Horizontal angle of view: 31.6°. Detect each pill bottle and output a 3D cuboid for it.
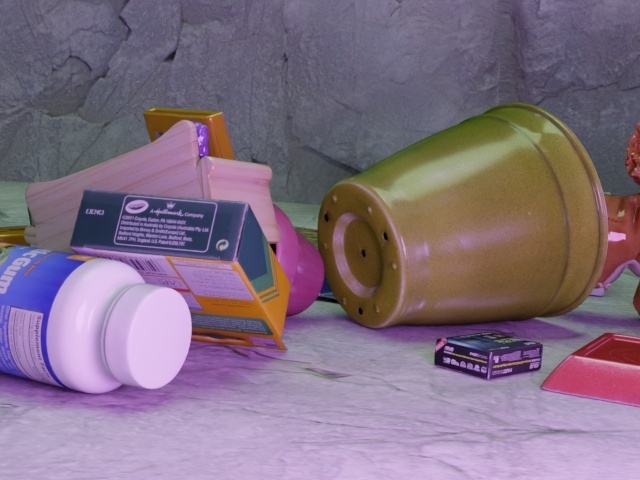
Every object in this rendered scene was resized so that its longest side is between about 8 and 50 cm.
[{"bbox_3d":[-0.286,0.089,1.279,0.272,0.152,0.152,7,7,29],"label":"pill bottle"}]

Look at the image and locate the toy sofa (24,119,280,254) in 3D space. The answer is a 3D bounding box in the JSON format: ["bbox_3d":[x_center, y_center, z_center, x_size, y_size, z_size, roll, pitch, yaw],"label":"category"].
[{"bbox_3d":[-0.250,-0.036,1.640,0.363,0.177,0.150,-19,-12,29],"label":"toy sofa"}]

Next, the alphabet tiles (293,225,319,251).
[{"bbox_3d":[0.000,0.000,2.224,0.343,0.011,0.285,9,7,10],"label":"alphabet tiles"}]

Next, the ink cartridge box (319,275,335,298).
[{"bbox_3d":[0.002,0.053,2.130,0.307,0.072,0.304,5,5,29],"label":"ink cartridge box"}]

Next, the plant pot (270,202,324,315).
[{"bbox_3d":[-0.095,0.040,1.731,0.201,0.201,0.180,8,-8,34],"label":"plant pot"}]

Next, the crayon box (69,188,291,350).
[{"bbox_3d":[-0.160,0.043,1.430,0.203,0.083,0.323,5,-23,12],"label":"crayon box"}]

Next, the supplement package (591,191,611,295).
[{"bbox_3d":[0.501,-0.008,2.363,0.198,0.199,0.263,6,7,12],"label":"supplement package"}]

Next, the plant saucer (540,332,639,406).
[{"bbox_3d":[0.447,0.169,1.470,0.259,0.047,0.258,6,7,27],"label":"plant saucer"}]

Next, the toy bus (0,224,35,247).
[{"bbox_3d":[-0.433,0.030,1.905,0.130,0.108,0.333,7,8,37],"label":"toy bus"}]

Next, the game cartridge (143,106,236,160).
[{"bbox_3d":[-0.264,-0.126,2.454,0.053,0.323,0.285,-23,20,-32],"label":"game cartridge"}]

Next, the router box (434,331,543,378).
[{"bbox_3d":[0.226,0.153,1.515,0.092,0.038,0.122,11,10,43],"label":"router box"}]

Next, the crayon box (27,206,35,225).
[{"bbox_3d":[-0.398,-0.066,2.341,0.313,0.106,0.363,-4,-4,-32],"label":"crayon box"}]

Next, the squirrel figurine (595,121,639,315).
[{"bbox_3d":[0.593,-0.048,1.923,0.371,0.396,0.281,15,14,15],"label":"squirrel figurine"}]

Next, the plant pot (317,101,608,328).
[{"bbox_3d":[0.200,-0.012,1.803,0.353,0.366,0.366,-15,15,-31],"label":"plant pot"}]
